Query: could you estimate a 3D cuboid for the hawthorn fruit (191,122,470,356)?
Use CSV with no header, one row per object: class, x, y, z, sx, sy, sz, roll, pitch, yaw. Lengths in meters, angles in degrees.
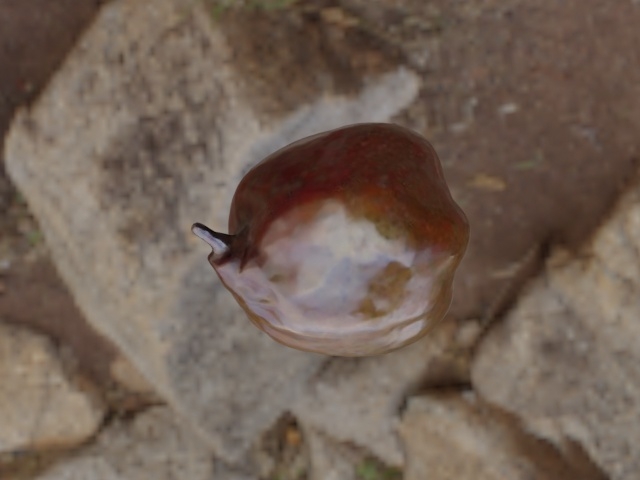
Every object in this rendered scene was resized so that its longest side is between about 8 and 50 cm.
hawthorn fruit,0.000,0.000,1.656,0.248,0.208,0.208,-5,160,-26
